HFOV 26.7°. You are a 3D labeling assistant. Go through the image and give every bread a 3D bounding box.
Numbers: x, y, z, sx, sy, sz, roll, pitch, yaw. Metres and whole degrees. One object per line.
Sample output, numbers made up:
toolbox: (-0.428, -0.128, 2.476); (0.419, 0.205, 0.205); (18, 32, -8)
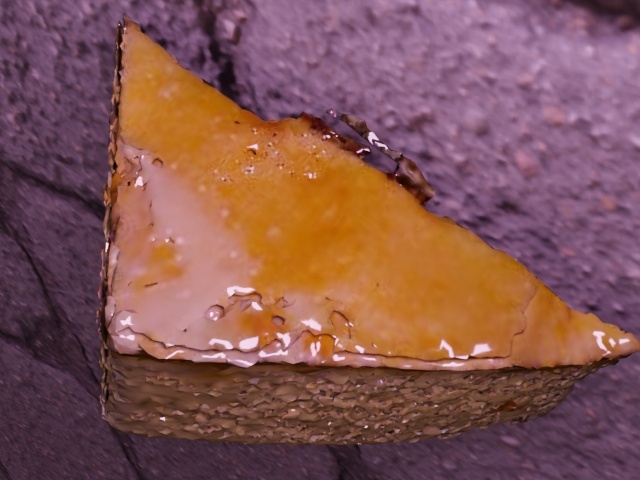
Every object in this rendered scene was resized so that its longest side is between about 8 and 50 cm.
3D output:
bread: (0.000, 0.000, 0.900); (0.315, 0.279, 0.248); (-5, 153, -13)
